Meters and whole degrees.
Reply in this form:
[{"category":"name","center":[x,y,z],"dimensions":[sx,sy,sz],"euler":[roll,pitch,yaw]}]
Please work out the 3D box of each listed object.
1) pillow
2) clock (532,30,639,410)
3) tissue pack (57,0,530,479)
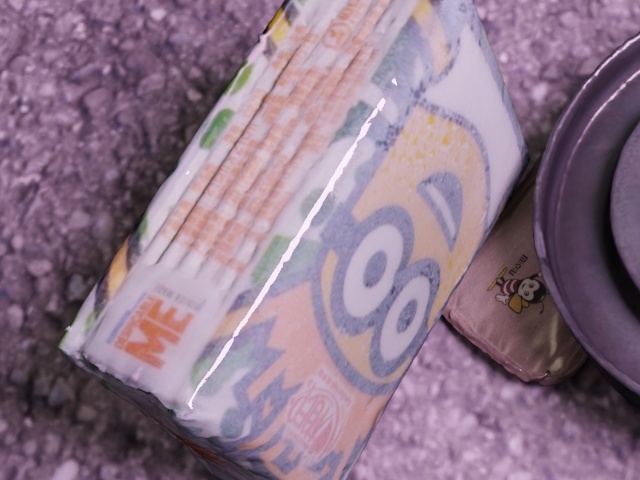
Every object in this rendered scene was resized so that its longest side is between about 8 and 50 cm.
[{"category":"pillow","center":[0.181,-0.013,0.980],"dimensions":[0.130,0.038,0.233],"euler":[36,80,30]},{"category":"clock","center":[0.294,-0.016,0.875],"dimensions":[0.318,0.066,0.319],"euler":[-9,59,16]},{"category":"tissue pack","center":[0.000,0.000,0.897],"dimensions":[0.128,0.228,0.311],"euler":[24,74,30]}]
